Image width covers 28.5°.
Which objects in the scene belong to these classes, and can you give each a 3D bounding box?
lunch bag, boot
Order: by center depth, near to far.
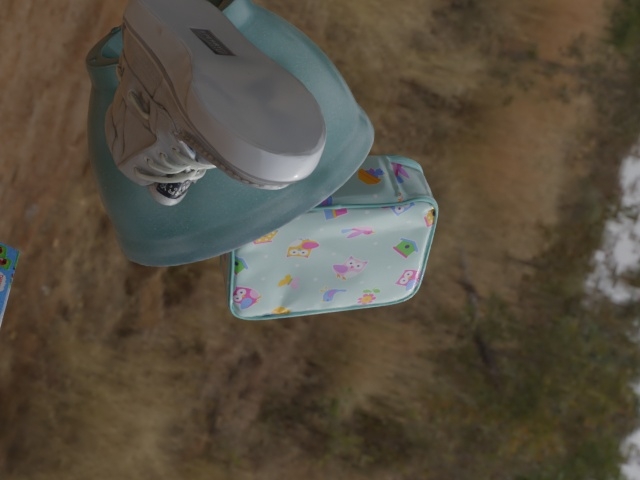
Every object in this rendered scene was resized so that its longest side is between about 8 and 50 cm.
[{"bbox_3d":[-0.081,-0.074,0.880,0.258,0.095,0.123,55,-47,50],"label":"boot"},{"bbox_3d":[0.000,0.000,1.629,0.224,0.279,0.108,98,-17,-46],"label":"lunch bag"}]

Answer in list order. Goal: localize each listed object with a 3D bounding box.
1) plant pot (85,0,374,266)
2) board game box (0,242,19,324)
[{"bbox_3d":[-0.118,-0.137,1.277,0.196,0.293,0.293,63,32,-26],"label":"plant pot"},{"bbox_3d":[-0.342,0.116,1.165,0.160,0.039,0.211,-53,-160,24],"label":"board game box"}]
